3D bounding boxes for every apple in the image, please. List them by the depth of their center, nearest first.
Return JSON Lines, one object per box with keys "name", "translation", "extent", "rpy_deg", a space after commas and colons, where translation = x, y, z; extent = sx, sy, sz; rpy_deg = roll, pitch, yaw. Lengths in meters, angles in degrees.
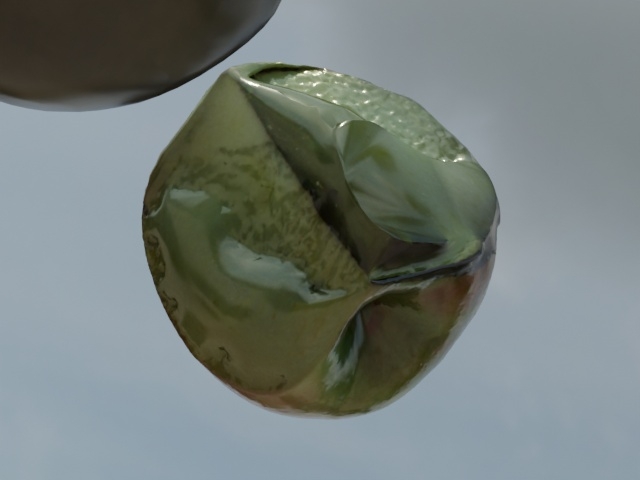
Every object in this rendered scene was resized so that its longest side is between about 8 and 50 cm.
{"name": "apple", "translation": [0.000, 0.000, 1.125], "extent": [0.188, 0.207, 0.174], "rpy_deg": [49, -5, 34]}

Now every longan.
{"name": "longan", "translation": [-0.115, -0.153, 0.852], "extent": [0.212, 0.198, 0.198], "rpy_deg": [9, -31, -14]}
